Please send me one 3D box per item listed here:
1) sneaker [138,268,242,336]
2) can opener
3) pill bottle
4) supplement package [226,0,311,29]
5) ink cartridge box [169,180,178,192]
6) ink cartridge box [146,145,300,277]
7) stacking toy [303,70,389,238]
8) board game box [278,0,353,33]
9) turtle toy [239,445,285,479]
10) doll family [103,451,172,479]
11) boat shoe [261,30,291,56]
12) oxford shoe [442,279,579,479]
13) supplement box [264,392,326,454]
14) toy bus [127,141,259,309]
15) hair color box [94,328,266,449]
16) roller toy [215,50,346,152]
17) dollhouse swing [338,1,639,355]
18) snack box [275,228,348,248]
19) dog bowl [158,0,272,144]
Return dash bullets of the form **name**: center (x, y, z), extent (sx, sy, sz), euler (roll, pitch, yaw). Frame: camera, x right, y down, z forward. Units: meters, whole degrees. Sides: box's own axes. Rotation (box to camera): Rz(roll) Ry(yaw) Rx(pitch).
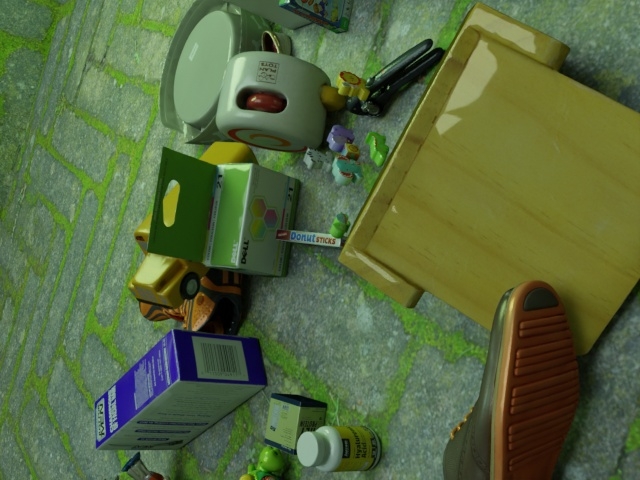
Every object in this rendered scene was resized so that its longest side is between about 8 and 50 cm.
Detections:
- **sneaker**: center (-0.272, 0.143, 1.433), extent (0.321, 0.125, 0.180), euler (-34, 54, 41)
- **can opener**: center (0.112, -0.258, 1.120), extent (0.186, 0.059, 0.073), euler (-33, 55, 42)
- **pill bottle**: center (0.025, 0.301, 1.022), extent (0.065, 0.116, 0.065), euler (-17, 67, 48)
- **supplement package**: center (-0.073, -0.536, 1.320), extent (0.149, 0.194, 0.203), euler (2, 81, 52)
- **ink cartridge box**: center (-0.318, -0.085, 1.639), extent (0.179, 0.045, 0.145), euler (150, 124, -65)
- **ink cartridge box**: center (-0.163, -0.044, 1.231), extent (0.097, 0.255, 0.188), euler (3, 83, 38)
- **stacking toy**: center (0.034, -0.132, 1.083), extent (0.221, 0.052, 0.167), euler (-101, 28, -45)
- **board game box**: center (0.007, -0.490, 1.255), extent (0.035, 0.136, 0.201), euler (8, 87, 52)
- **turtle toy**: center (-0.091, 0.408, 1.169), extent (0.066, 0.095, 0.130), euler (-5, 73, 11)
- **doll family**: center (-0.387, 0.559, 1.439), extent (0.263, 0.163, 0.118), euler (-41, 7, 38)
- **boat shoe**: center (-0.090, -0.341, 1.395), extent (0.063, 0.059, 0.170), euler (-33, 55, 42)
- **oxford shoe**: center (0.194, 0.218, 0.793), extent (0.133, 0.130, 0.363), euler (14, 101, 54)
- **supplement box**: center (-0.041, 0.299, 1.154), extent (0.083, 0.056, 0.083), euler (1, 80, 51)
- **toy bus**: center (-0.232, -0.032, 1.315), extent (0.108, 0.130, 0.332), euler (9, 49, 32)
- **hair color box**: center (-0.276, 0.294, 1.346), extent (0.339, 0.185, 0.110), euler (-42, 50, 36)
- **roller toy**: center (-0.079, -0.247, 1.248), extent (0.209, 0.191, 0.146), euler (4, 82, 52)
- **dollhouse swing**: center (0.241, -0.072, 0.907), extent (0.347, 0.305, 0.315), euler (-63, -1, 18)
- **snack box**: center (0.000, 0.000, 1.181), extent (0.178, 0.064, 0.022), euler (7, 87, 52)
- **dog bowl**: center (-0.228, -0.367, 1.541), extent (0.349, 0.102, 0.348), euler (-19, 65, 47)
